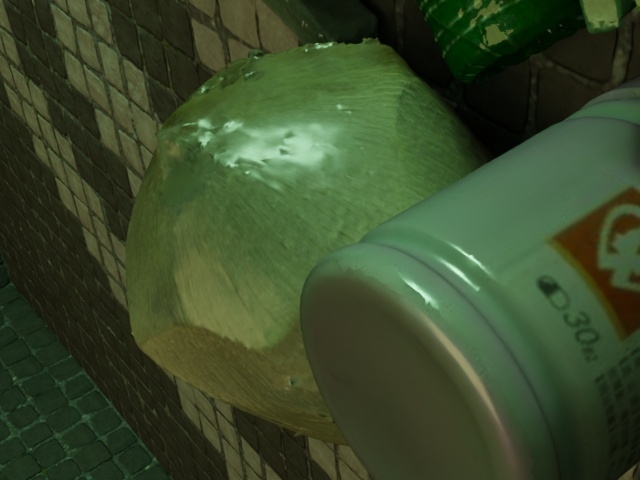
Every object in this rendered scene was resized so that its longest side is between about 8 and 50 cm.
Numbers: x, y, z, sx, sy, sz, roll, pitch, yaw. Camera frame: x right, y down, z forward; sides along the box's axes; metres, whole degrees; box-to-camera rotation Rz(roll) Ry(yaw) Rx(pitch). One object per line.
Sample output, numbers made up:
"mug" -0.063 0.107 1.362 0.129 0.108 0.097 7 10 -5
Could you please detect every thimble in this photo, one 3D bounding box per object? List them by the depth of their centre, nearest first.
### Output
"thimble" 0.135 -0.174 0.714 0.130 0.118 0.090 -26 88 37

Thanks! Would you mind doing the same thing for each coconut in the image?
"coconut" 0.000 0.000 0.877 0.346 0.346 0.360 34 178 44

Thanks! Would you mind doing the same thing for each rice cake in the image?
"rice cake" -0.064 -0.292 1.011 0.336 0.066 0.063 50 152 25

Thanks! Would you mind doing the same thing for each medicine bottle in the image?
"medicine bottle" 0.166 0.029 0.628 0.202 0.315 0.202 43 150 33

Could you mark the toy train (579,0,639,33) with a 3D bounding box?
"toy train" 0.193 -0.253 0.470 0.202 0.120 0.301 -5 113 41
